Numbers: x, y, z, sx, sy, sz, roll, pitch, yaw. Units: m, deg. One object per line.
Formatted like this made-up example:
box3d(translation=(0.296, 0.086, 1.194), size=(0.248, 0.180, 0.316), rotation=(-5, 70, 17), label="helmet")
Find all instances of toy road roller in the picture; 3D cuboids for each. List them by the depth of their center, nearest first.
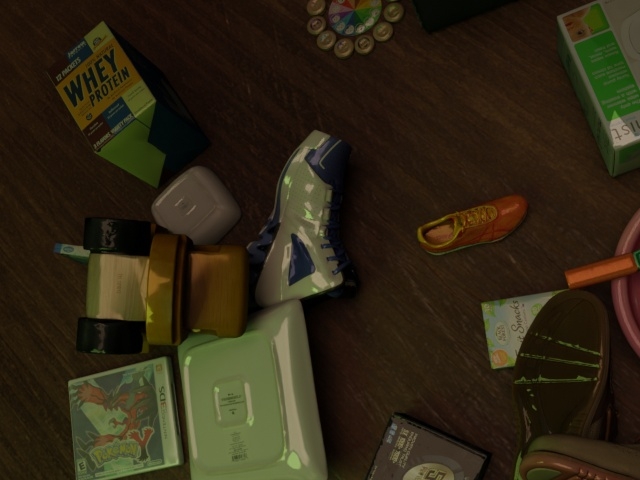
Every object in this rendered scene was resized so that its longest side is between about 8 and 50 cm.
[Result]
box3d(translation=(-0.232, 0.077, 1.203), size=(0.241, 0.329, 0.202), rotation=(4, 87, -5), label="toy road roller")

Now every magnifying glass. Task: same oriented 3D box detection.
box3d(translation=(0.444, 0.022, 1.025), size=(0.231, 0.026, 0.092), rotation=(-17, 72, 14), label="magnifying glass")

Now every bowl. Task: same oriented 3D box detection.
box3d(translation=(-0.228, -0.054, 1.355), size=(0.142, 0.053, 0.142), rotation=(-42, 67, 7), label="bowl")

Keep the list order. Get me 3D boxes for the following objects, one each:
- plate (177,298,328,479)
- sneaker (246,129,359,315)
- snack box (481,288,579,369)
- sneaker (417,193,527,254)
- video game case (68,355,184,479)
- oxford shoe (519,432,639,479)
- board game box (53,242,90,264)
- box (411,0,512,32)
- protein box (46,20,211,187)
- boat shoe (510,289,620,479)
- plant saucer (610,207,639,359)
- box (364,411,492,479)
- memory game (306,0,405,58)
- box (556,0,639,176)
box3d(translation=(-0.125, 0.253, 1.197), size=(0.277, 0.045, 0.278), rotation=(-19, 73, 34), label="plate")
box3d(translation=(-0.001, 0.001, 1.232), size=(0.182, 0.127, 0.315), rotation=(28, 94, 20), label="sneaker")
box3d(translation=(0.314, 0.130, 1.124), size=(0.141, 0.037, 0.100), rotation=(-11, 72, 17), label="snack box")
box3d(translation=(0.234, -0.023, 1.176), size=(0.175, 0.067, 0.064), rotation=(-24, 68, 11), label="sneaker")
box3d(translation=(-0.336, 0.309, 1.318), size=(0.201, 0.023, 0.183), rotation=(-16, 72, 15), label="video game case")
box3d(translation=(0.426, 0.281, 0.946), size=(0.397, 0.140, 0.146), rotation=(17, 60, -13), label="oxford shoe")
box3d(translation=(-0.413, 0.028, 1.378), size=(0.090, 0.090, 0.020), rotation=(4, 76, 21), label="board game box")
box3d(translation=(0.302, -0.662, 1.192), size=(0.480, 0.297, 0.471), rotation=(-18, 73, 14), label="box")
box3d(translation=(-0.333, -0.233, 1.356), size=(0.136, 0.200, 0.201), rotation=(-38, 67, 7), label="protein box")
box3d(translation=(0.340, 0.240, 1.047), size=(0.123, 0.123, 0.342), rotation=(1, 81, 42), label="boat shoe")
box3d(translation=(0.565, 0.064, 1.028), size=(0.332, 0.084, 0.332), rotation=(-5, 75, 19), label="plant saucer")
box3d(translation=(0.143, 0.359, 1.106), size=(0.147, 0.077, 0.180), rotation=(22, 85, 22), label="box")
box3d(translation=(0.061, -0.410, 1.363), size=(0.186, 0.012, 0.186), rotation=(-5, 75, 19), label="memory game")
box3d(translation=(0.506, -0.250, 1.106), size=(0.262, 0.127, 0.231), rotation=(-19, 69, 13), label="box")
